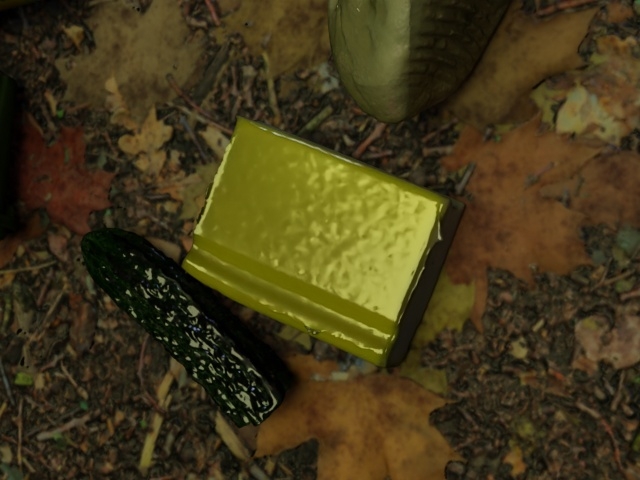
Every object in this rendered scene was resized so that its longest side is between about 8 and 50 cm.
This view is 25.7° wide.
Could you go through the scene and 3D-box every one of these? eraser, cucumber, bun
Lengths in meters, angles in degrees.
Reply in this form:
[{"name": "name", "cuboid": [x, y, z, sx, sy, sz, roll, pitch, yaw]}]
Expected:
[{"name": "eraser", "cuboid": [0.000, 0.000, 1.233, 0.226, 0.069, 0.158, 23, 93, 21]}, {"name": "cucumber", "cuboid": [-0.126, 0.069, 1.281, 0.265, 0.077, 0.077, 43, 104, 17]}, {"name": "bun", "cuboid": [0.078, -0.213, 1.137, 0.116, 0.210, 0.237, 32, 114, 20]}]

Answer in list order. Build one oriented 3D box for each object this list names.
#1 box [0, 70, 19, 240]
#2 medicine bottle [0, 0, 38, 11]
[{"name": "box", "cuboid": [-0.442, -0.115, 1.294, 0.252, 0.328, 0.178, 4, 78, 20]}, {"name": "medicine bottle", "cuboid": [-0.367, -0.278, 1.353, 0.293, 0.141, 0.141, -10, 85, 22]}]
